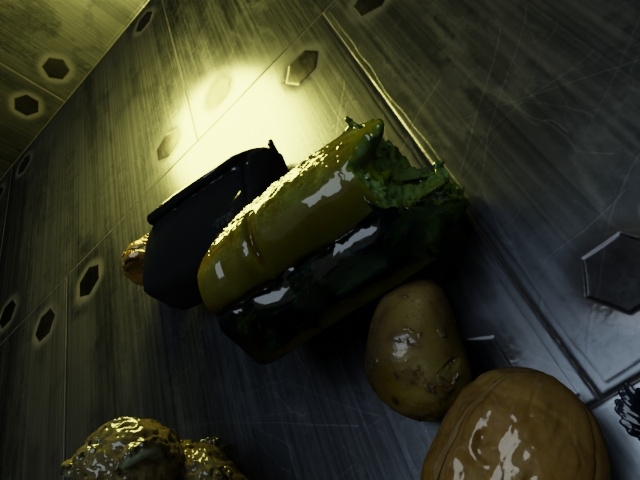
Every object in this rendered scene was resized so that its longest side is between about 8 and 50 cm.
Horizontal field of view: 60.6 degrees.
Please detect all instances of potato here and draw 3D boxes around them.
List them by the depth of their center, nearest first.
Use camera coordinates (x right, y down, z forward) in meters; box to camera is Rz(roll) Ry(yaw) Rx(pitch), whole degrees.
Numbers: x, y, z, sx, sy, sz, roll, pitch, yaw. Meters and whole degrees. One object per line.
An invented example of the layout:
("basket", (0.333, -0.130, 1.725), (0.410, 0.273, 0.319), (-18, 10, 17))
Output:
("potato", (0.115, 0.134, 0.678), (0.137, 0.137, 0.176), (-34, 46, 24))

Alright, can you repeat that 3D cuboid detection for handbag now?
("handbag", (-0.201, -0.049, 1.033), (0.302, 0.178, 0.275), (-31, 49, 27))

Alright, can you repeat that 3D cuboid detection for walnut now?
("walnut", (0.188, 0.224, 0.534), (0.165, 0.165, 0.197), (18, 72, 47))

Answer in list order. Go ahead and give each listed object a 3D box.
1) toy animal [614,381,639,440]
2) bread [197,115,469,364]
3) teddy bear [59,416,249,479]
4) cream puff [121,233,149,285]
("toy animal", (0.326, 0.230, 0.485), (0.108, 0.062, 0.220), (-31, 45, 0))
("bread", (0.000, 0.000, 0.768), (0.376, 0.208, 0.251), (-39, 2, 22))
("teddy bear", (-0.227, 0.343, 0.781), (0.267, 0.256, 0.156), (-28, 46, 28))
("cream puff", (-0.357, 0.040, 1.179), (0.133, 0.119, 0.104), (-17, 32, 3))
